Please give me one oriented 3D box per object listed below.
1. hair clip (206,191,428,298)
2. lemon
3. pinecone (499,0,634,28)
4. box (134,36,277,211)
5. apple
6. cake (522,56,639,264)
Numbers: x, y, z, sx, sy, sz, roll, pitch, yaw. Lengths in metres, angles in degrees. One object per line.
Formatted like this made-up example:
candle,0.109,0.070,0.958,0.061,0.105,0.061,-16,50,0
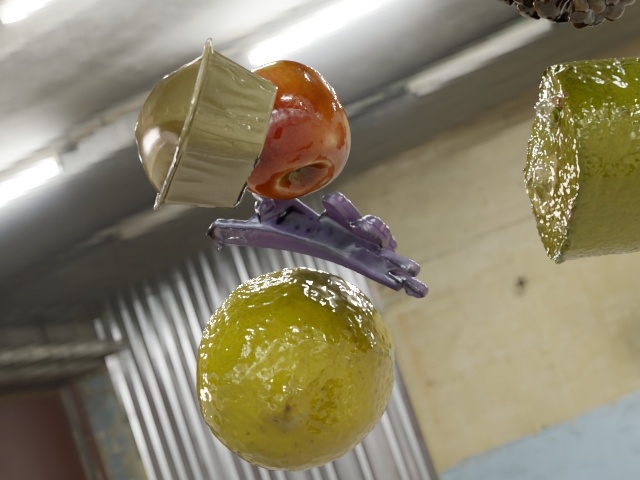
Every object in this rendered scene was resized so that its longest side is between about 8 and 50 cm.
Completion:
hair clip,0.003,-0.012,1.842,0.278,0.090,0.137,14,-30,24
lemon,-0.032,0.156,1.971,0.253,0.254,0.310,-22,10,16
pinecone,0.263,-0.350,1.749,0.224,0.224,0.272,-10,22,-40
box,-0.100,-0.088,1.298,0.111,0.111,0.177,-16,-18,-19
apple,-0.044,-0.120,1.785,0.163,0.139,0.163,-28,-23,-13
cake,0.331,-0.086,1.896,0.156,0.179,0.261,-3,-44,-4
